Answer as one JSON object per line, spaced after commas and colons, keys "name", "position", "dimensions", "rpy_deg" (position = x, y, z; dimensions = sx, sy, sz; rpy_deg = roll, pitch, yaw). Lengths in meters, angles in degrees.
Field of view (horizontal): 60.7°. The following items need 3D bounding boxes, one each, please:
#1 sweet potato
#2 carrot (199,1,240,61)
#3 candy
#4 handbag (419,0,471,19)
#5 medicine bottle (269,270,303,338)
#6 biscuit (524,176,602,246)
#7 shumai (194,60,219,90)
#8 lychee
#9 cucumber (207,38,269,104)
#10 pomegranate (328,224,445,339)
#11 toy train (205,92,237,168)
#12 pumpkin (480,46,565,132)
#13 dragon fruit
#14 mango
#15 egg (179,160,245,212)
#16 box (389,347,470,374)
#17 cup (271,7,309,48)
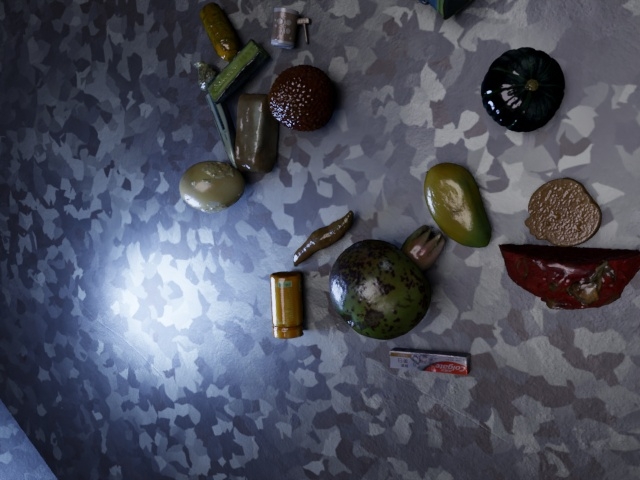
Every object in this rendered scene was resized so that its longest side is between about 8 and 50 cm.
{"name": "sweet potato", "position": [0.000, 0.000, 1.600], "dimensions": [0.274, 0.067, 0.067], "rpy_deg": [-38, 80, 32]}
{"name": "carrot", "position": [-0.301, -0.626, 1.653], "dimensions": [0.082, 0.082, 0.173], "rpy_deg": [-30, 76, 26]}
{"name": "candy", "position": [-0.191, -0.318, 1.627], "dimensions": [0.104, 0.102, 0.234], "rpy_deg": [10, 99, 25]}
{"name": "handbag", "position": [0.281, -0.684, 1.255], "dimensions": [0.222, 0.263, 0.241], "rpy_deg": [-37, 76, 0]}
{"name": "medicine bottle", "position": [-0.102, 0.193, 1.655], "dimensions": [0.096, 0.096, 0.192], "rpy_deg": [0, 97, 26]}
{"name": "biscuit", "position": [0.576, -0.060, 1.309], "dimensions": [0.170, 0.050, 0.170], "rpy_deg": [-1, 88, 39]}
{"name": "shumai", "position": [-0.362, -0.517, 1.695], "dimensions": [0.080, 0.083, 0.082], "rpy_deg": [41, 75, -5]}
{"name": "lychee", "position": [-0.051, -0.390, 1.508], "dimensions": [0.194, 0.194, 0.194], "rpy_deg": [4, 99, 26]}
{"name": "cucumber", "position": [-0.246, -0.495, 1.637], "dimensions": [0.211, 0.062, 0.078], "rpy_deg": [-44, 59, 17]}
{"name": "pomegranate", "position": [0.188, 0.092, 1.434], "dimensions": [0.285, 0.285, 0.341], "rpy_deg": [43, 80, 15]}
{"name": "toy train", "position": [-0.285, -0.340, 1.681], "dimensions": [0.048, 0.055, 0.252], "rpy_deg": [-25, 79, 18]}
{"name": "pumpkin", "position": [0.471, -0.350, 1.270], "dimensions": [0.194, 0.150, 0.194], "rpy_deg": [6, 108, 18]}
{"name": "dragon fruit", "position": [0.560, 0.099, 1.257], "dimensions": [0.317, 0.205, 0.152], "rpy_deg": [4, 100, 26]}
{"name": "mango", "position": [0.346, -0.086, 1.402], "dimensions": [0.137, 0.091, 0.237], "rpy_deg": [-17, 89, 33]}
{"name": "egg", "position": [-0.332, -0.168, 1.684], "dimensions": [0.201, 0.164, 0.164], "rpy_deg": [-4, 95, 3]}
{"name": "box", "position": [0.300, 0.332, 1.508], "dimensions": [0.218, 0.039, 0.055], "rpy_deg": [0, 96, 26]}
{"name": "cup", "position": [-0.090, -0.603, 1.565], "dimensions": [0.074, 0.102, 0.099], "rpy_deg": [31, 116, 60]}
